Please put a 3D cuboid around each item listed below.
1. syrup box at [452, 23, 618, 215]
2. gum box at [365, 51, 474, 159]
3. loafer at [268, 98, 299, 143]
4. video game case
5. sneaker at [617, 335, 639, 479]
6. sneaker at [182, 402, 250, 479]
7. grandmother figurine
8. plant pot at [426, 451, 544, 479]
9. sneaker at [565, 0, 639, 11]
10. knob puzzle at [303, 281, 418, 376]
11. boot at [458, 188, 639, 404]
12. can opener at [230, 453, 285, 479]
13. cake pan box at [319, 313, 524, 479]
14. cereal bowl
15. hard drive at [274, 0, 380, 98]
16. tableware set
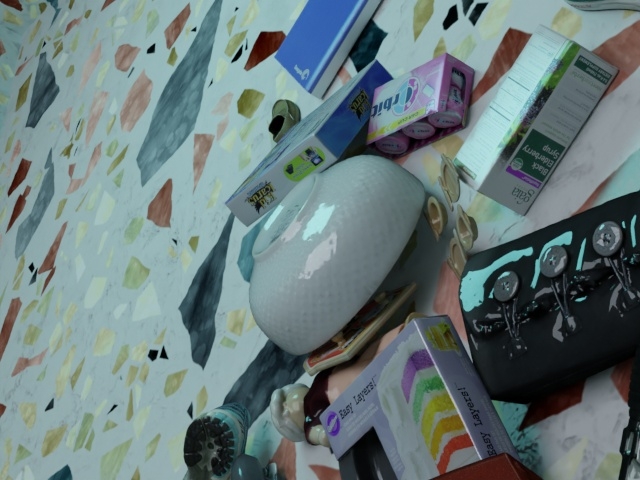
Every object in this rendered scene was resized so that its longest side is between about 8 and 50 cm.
[{"bbox_3d":[0.287,-0.163,1.710,0.237,0.093,0.096,-59,31,11],"label":"syrup box"},{"bbox_3d":[0.159,-0.211,1.981,0.188,0.062,0.107,-22,51,50],"label":"gum box"},{"bbox_3d":[-0.071,-0.224,2.369,0.056,0.050,0.148,-50,33,24],"label":"loafer"},{"bbox_3d":[-0.014,-0.164,2.112,0.244,0.061,0.269,-34,13,41],"label":"video game case"},{"bbox_3d":[0.384,0.172,1.257,0.122,0.146,0.331,-3,-77,-85],"label":"sneaker"},{"bbox_3d":[-0.171,0.391,2.045,0.122,0.110,0.283,-33,-34,-63],"label":"sneaker"},{"bbox_3d":[0.037,0.221,1.832,0.342,0.104,0.208,-32,16,48],"label":"grandmother figurine"},{"bbox_3d":[0.191,0.388,1.317,0.236,0.267,0.267,-43,34,11],"label":"plant pot"},{"bbox_3d":[0.373,-0.392,1.657,0.295,0.178,0.124,5,73,59],"label":"sneaker"},{"bbox_3d":[0.037,0.130,1.859,0.213,0.030,0.213,-39,7,6],"label":"knob puzzle"},{"bbox_3d":[0.352,-0.032,1.483,0.445,0.146,0.367,-36,39,47],"label":"boot"},{"bbox_3d":[-0.097,0.441,1.869,0.076,0.095,0.283,-48,27,28],"label":"can opener"},{"bbox_3d":[0.121,0.263,1.571,0.267,0.070,0.246,-50,52,43],"label":"cake pan box"},{"bbox_3d":[0.000,0.000,1.902,0.339,0.141,0.339,-48,15,17],"label":"cereal bowl"},{"bbox_3d":[0.037,-0.443,2.370,0.319,0.040,0.210,-57,31,13],"label":"hard drive"},{"bbox_3d":[0.182,-0.027,1.748,0.169,0.020,0.141,98,155,-55],"label":"tableware set"}]
